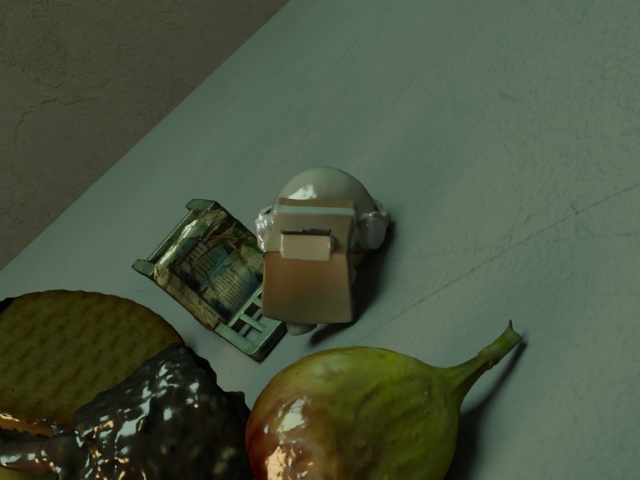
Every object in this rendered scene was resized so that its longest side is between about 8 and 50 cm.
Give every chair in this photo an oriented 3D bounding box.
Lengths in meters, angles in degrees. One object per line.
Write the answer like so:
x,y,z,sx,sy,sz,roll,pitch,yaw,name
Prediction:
-0.133,0.041,1.235,0.136,0.147,0.270,-49,20,-10,chair

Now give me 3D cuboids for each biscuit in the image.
-0.329,0.156,1.236,0.318,0.317,0.040,-95,14,-63,biscuit

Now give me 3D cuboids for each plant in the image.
-0.167,0.221,0.921,0.234,0.204,0.178,-39,10,-11,plant

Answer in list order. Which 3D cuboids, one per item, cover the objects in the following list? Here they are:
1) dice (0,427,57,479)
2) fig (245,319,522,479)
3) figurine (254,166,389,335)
-0.478,0.279,1.269,0.227,0.238,0.233,-52,12,21,dice
0.061,0.137,0.750,0.257,0.159,0.159,-32,17,-17,fig
0.000,-0.004,1.110,0.162,0.141,0.237,-2,30,7,figurine
